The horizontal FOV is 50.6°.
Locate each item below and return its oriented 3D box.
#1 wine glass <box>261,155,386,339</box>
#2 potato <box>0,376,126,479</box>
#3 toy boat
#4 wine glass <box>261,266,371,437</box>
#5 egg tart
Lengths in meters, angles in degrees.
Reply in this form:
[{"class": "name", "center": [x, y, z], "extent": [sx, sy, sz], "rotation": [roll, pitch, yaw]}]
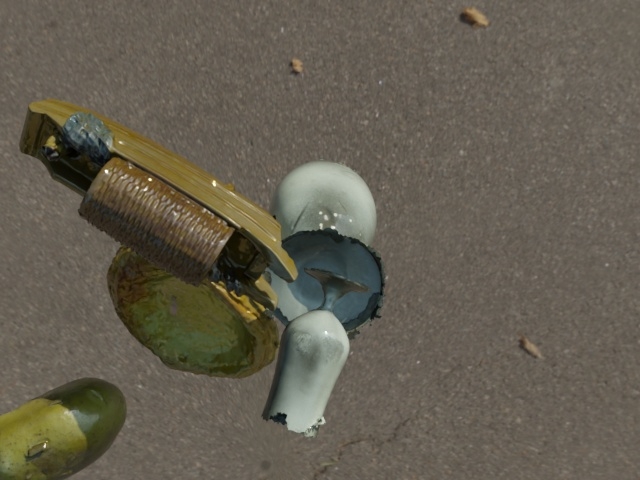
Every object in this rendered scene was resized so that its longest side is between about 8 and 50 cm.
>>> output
[{"class": "wine glass", "center": [0.004, -0.002, 1.056], "extent": [0.191, 0.357, 0.190], "rotation": [-1, 111, -1]}, {"class": "potato", "center": [-0.445, 0.325, 1.132], "extent": [0.228, 0.197, 0.148], "rotation": [-17, 62, -50]}, {"class": "toy boat", "center": [-0.161, -0.032, 0.679], "extent": [0.310, 0.089, 0.115], "rotation": [33, 37, -10]}, {"class": "wine glass", "center": [-0.003, 0.057, 0.347], "extent": [0.039, 0.042, 0.083], "rotation": [17, 80, -4]}, {"class": "egg tart", "center": [-0.190, 0.091, 1.062], "extent": [0.294, 0.294, 0.123], "rotation": [22, 45, 3]}]
